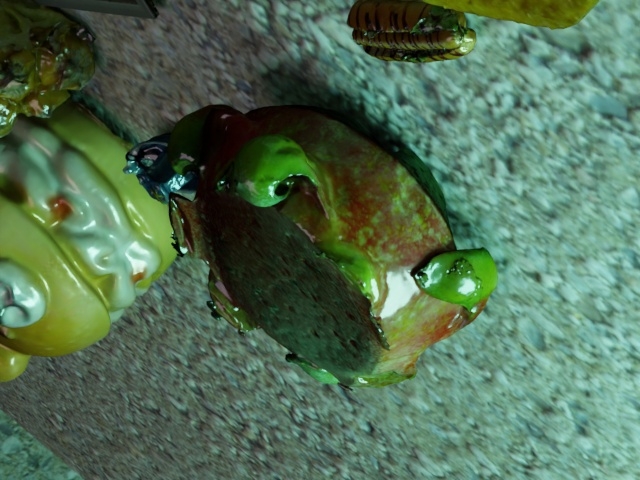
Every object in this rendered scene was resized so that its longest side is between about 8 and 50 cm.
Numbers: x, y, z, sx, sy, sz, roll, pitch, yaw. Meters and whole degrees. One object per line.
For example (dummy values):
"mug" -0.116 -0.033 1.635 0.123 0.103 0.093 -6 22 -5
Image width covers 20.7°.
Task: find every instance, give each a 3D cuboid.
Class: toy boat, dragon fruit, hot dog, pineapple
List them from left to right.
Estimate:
"pineapple" -0.320 -0.170 1.615 0.114 0.236 0.186 80 180 -49
"toy boat" -0.134 -0.064 1.577 0.137 0.061 0.060 17 145 52
"dragon fruit" 0.000 0.000 1.345 0.268 0.130 0.295 37 157 22
"hot dog" 0.056 -0.134 1.132 0.049 0.037 0.122 53 160 -25

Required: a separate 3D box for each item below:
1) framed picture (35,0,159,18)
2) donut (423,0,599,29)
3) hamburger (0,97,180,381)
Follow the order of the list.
"framed picture" -0.250 -0.299 1.429 0.217 0.017 0.274 17 145 51
"donut" 0.050 -0.239 0.859 0.303 0.110 0.303 36 157 18
"hamburger" -0.295 -0.001 1.755 0.276 0.237 0.276 37 159 17
